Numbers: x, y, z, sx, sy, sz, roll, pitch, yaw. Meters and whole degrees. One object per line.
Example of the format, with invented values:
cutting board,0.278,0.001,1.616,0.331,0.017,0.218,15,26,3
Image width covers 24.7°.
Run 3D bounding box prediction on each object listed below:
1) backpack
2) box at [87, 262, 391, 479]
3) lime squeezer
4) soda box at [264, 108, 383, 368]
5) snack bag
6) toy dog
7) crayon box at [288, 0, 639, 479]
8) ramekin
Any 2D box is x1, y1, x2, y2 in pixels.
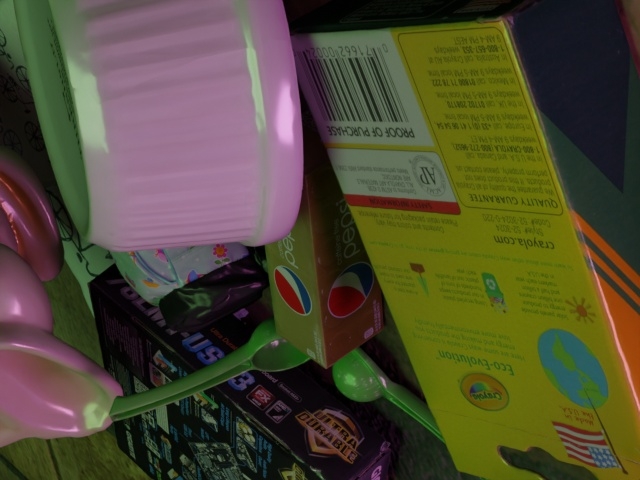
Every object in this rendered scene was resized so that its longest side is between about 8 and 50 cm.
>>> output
backpack,-0.116,-0.023,1.128,0.182,0.115,0.152,62,161,4
box,-0.074,0.184,1.301,0.293,0.073,0.295,36,150,24
lime squeezer,0.000,0.111,1.114,0.310,0.110,0.059,10,137,13
soda box,0.000,0.000,1.036,0.058,0.061,0.181,33,143,37
snack bag,-0.224,-0.060,1.343,0.323,0.037,0.342,-6,114,58
toy dog,-0.394,-0.020,1.260,0.395,0.285,0.408,43,-157,-47
crayon box,0.113,0.004,0.850,0.202,0.081,0.318,8,125,54
ramekin,-0.113,-0.116,0.929,0.273,0.127,0.272,166,90,-74
